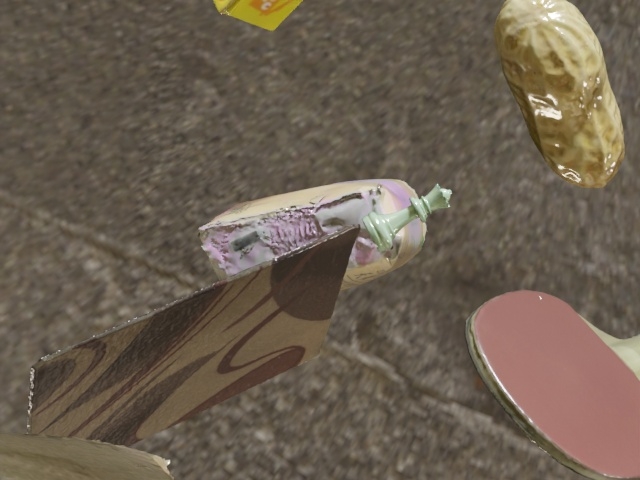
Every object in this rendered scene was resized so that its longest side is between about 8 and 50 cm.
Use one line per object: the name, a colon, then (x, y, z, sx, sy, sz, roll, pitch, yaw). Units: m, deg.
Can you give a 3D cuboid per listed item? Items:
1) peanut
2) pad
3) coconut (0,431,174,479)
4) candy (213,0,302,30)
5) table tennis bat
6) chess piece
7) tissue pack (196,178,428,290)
peanut: (0.216, -0.132, 1.384, 0.093, 0.083, 0.194, -2, 121, 54)
pad: (-0.115, 0.106, 1.405, 0.004, 0.330, 0.220, 52, 150, 26)
coconut: (-0.160, 0.236, 0.778, 0.297, 0.297, 0.309, 3, 122, 12)
candy: (-0.084, -0.372, 1.671, 0.146, 0.088, 0.276, -43, 59, 25)
table tennis bat: (0.171, 0.082, 0.962, 0.138, 0.246, 0.022, 51, 120, 19)
chess piece: (0.091, -0.027, 1.587, 0.093, 0.042, 0.042, -28, 96, 4)
tissue pack: (0.000, 0.000, 1.753, 0.215, 0.257, 0.123, -13, 92, 10)
